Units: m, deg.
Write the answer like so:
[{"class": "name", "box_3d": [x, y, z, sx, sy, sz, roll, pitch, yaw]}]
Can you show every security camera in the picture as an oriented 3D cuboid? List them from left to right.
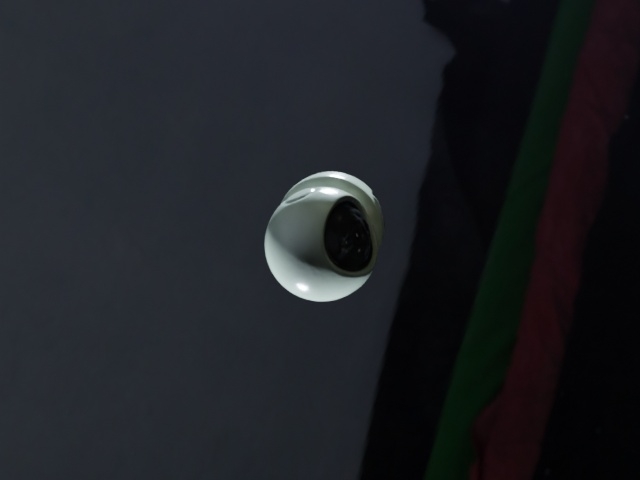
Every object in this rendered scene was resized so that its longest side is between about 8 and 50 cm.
[{"class": "security camera", "box_3d": [0.000, 0.000, 1.759, 0.194, 0.195, 0.236, -63, 176, 21]}]
